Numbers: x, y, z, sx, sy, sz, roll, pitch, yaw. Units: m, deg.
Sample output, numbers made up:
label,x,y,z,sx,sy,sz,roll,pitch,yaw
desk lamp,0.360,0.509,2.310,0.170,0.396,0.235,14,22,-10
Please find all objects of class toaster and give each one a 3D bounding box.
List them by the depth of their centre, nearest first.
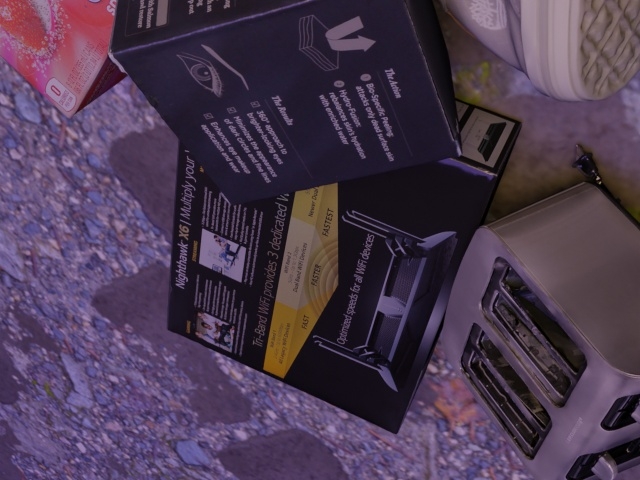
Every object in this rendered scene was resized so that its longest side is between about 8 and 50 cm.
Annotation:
label,x,y,z,sx,sy,sz,roll,pitch,yaw
toaster,0.180,0.063,0.603,0.185,0.110,0.168,56,154,33

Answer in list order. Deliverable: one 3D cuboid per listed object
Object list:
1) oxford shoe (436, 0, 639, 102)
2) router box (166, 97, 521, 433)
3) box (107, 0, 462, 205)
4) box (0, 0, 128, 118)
label,x,y,z,sx,sy,sz,roll,pitch,yaw
oxford shoe,0.112,-0.280,0.391,0.130,0.169,0.449,32,140,39
router box,0.000,0.000,0.713,0.243,0.081,0.308,23,133,11
box,-0.012,-0.110,0.498,0.158,0.093,0.156,-11,148,16
box,-0.126,-0.244,0.547,0.154,0.142,0.300,43,133,-6
